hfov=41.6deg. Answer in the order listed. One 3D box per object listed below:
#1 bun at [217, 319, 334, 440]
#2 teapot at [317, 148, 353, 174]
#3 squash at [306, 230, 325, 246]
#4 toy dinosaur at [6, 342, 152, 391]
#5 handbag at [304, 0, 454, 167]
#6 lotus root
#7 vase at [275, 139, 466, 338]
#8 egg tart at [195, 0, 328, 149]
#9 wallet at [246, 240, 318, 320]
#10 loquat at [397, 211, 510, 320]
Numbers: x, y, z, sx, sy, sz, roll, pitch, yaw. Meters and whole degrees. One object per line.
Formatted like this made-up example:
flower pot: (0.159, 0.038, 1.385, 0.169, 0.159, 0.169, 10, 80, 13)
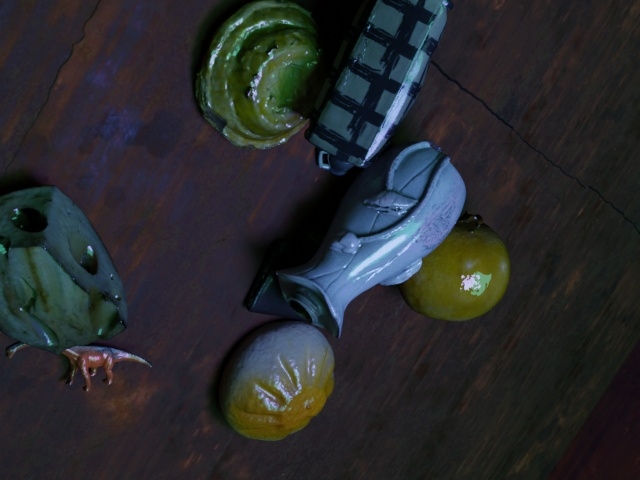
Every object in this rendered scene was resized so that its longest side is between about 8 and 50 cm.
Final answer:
bun: (-0.076, 0.335, 1.909, 0.298, 0.164, 0.299, -23, 131, -29)
teapot: (0.034, -0.170, 1.757, 0.087, 0.066, 0.057, 4, 134, -19)
squash: (0.000, 0.001, 1.859, 0.089, 0.027, 0.027, 23, 100, -46)
toy dinosaur: (-0.453, 0.231, 1.592, 0.279, 0.055, 0.102, 1, 106, -40)
handbag: (0.118, -0.313, 1.564, 0.325, 0.162, 0.327, -63, 174, 14)
lotus root: (-0.461, 0.048, 1.413, 0.210, 0.142, 0.314, -13, 137, -3)
vase: (0.106, -0.006, 1.771, 0.445, 0.250, 0.250, -45, 138, -20)
egg tart: (-0.086, -0.290, 1.528, 0.290, 0.115, 0.290, -21, 129, -28)
wallet: (-0.047, 0.095, 1.864, 0.229, 0.049, 0.182, 15, 109, -44)
loquat: (0.320, 0.058, 2.005, 0.274, 0.275, 0.275, -22, 129, -30)
